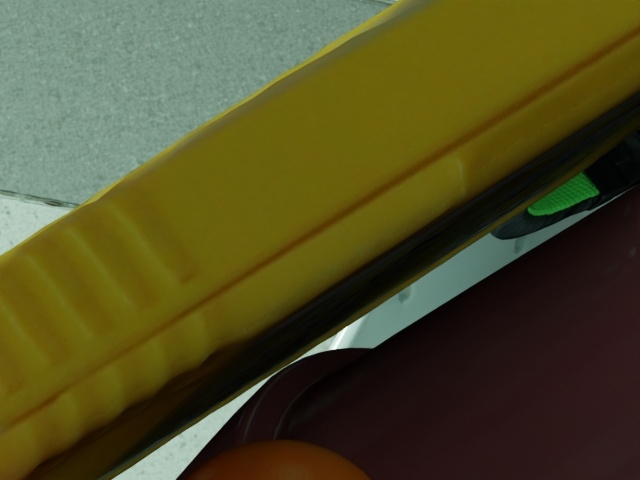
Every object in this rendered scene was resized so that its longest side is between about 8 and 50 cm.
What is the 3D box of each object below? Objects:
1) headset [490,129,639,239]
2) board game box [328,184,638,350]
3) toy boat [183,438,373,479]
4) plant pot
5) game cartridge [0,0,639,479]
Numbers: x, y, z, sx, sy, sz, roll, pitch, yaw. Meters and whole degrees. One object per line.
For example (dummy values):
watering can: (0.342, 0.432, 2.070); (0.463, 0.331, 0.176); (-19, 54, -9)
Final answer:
headset: (0.204, -0.142, 0.906); (0.394, 0.185, 0.243); (-27, -14, -31)
board game box: (0.081, 0.123, 1.070); (0.390, 0.050, 0.390); (-61, -36, -11)
toy boat: (-0.017, 0.110, 0.418); (0.231, 0.151, 0.151); (91, -170, -49)
plant pot: (0.079, 0.084, 0.556); (0.180, 0.201, 0.201); (-46, 1, 29)
game cartridge: (0.000, 0.000, 0.543); (0.324, 0.052, 0.285); (-35, -3, -24)
